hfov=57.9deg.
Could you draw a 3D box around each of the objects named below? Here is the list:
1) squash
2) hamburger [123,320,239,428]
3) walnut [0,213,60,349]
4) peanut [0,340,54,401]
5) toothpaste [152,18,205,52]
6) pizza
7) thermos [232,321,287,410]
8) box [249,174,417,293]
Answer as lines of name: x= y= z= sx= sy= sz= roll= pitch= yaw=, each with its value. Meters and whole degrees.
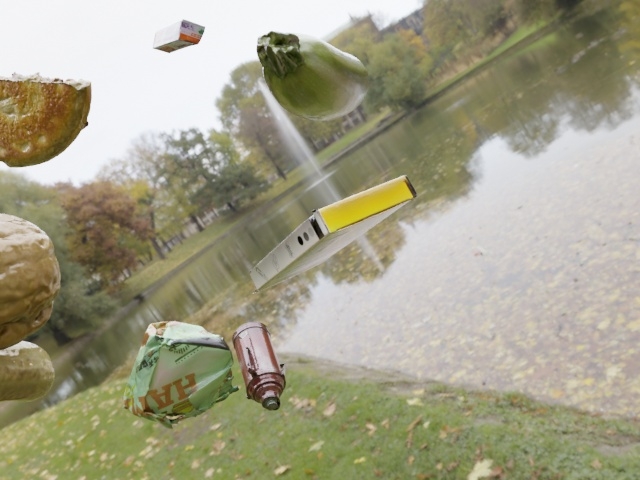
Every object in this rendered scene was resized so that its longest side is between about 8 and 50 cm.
squash: x=-0.003 y=-0.182 z=0.665 sx=0.094 sy=0.094 sz=0.341 roll=-32 pitch=2 yaw=18
hamburger: x=-0.269 y=0.271 z=1.165 sx=0.235 sy=0.214 sz=0.125 roll=6 pitch=21 yaw=-41
walnut: x=-0.568 y=0.068 z=0.950 sx=0.224 sy=0.257 sz=0.257 roll=-20 pitch=14 yaw=35
peanut: x=-0.587 y=0.241 z=1.056 sx=0.137 sy=0.122 sz=0.253 roll=-25 pitch=-21 yaw=21
toothpaste: x=-0.277 y=-0.392 z=1.119 sx=0.047 sy=0.040 sz=0.196 roll=9 pitch=7 yaw=-31
pizza: x=-0.691 y=-0.311 z=1.397 sx=0.335 sy=0.226 sz=0.086 roll=-34 pitch=11 yaw=20
thermos: x=-0.138 y=0.291 z=1.316 sx=0.099 sy=0.124 sz=0.232 roll=-32 pitch=35 yaw=3
box: x=0.000 y=0.000 z=0.706 sx=0.129 sy=0.033 sz=0.247 roll=-24 pitch=-7 yaw=-32
